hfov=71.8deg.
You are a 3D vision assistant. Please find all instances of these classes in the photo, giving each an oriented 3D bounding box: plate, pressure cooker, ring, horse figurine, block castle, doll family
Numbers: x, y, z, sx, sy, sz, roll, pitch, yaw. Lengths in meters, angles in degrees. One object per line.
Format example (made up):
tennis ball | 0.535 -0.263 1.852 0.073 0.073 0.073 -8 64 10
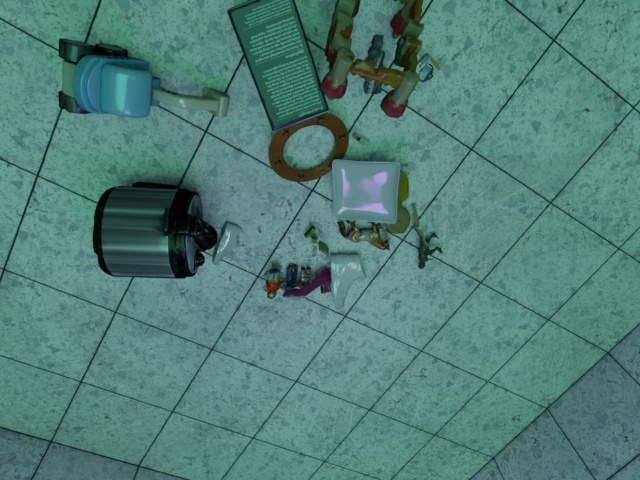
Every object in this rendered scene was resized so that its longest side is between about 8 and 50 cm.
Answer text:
plate | 0.189 -0.210 1.854 0.277 0.045 0.278 5 122 12
pressure cooker | -0.622 -0.027 1.750 0.419 0.370 0.376 2 121 -3
ring | -0.041 -0.356 1.748 0.336 0.032 0.337 -14 141 -12
horse figurine | 0.195 -0.046 1.995 0.262 0.066 0.175 2 111 -9
block castle | 0.174 -0.652 1.483 0.302 0.454 0.213 13 157 -10
doll family | -0.164 0.194 2.069 0.262 0.118 0.163 -2 113 -29

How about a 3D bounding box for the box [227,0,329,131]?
box | -0.137 -0.626 1.528 0.211 0.294 0.396 -18 118 4

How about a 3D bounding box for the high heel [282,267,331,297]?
high heel | -0.063 0.197 2.026 0.243 0.082 0.117 -8 85 -16

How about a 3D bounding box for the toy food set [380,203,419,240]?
toy food set | 0.347 -0.088 1.988 0.191 0.038 0.133 -21 110 -15

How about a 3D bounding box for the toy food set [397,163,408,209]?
toy food set | 0.313 -0.239 1.912 0.128 0.071 0.218 -19 123 -23

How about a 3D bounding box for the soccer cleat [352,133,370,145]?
soccer cleat | 0.168 -0.412 1.816 0.083 0.036 0.029 27 111 -18

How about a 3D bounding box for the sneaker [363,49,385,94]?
sneaker | 0.222 -0.642 1.698 0.076 0.065 0.167 2 122 -26

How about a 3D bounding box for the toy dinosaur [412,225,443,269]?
toy dinosaur | 0.499 0.029 2.058 0.118 0.064 0.268 -20 124 -6

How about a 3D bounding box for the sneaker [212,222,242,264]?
sneaker | -0.414 0.027 1.969 0.094 0.080 0.212 17 114 -27

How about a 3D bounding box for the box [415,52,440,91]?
box | 0.391 -0.648 1.722 0.081 0.028 0.136 39 106 -23

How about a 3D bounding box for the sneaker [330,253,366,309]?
sneaker | 0.137 0.198 2.092 0.169 0.108 0.293 -4 117 0

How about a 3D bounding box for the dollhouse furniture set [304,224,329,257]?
dollhouse furniture set | 0.000 0.000 1.992 0.151 0.076 0.058 40 108 -22

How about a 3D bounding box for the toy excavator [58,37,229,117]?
toy excavator | -0.607 -0.519 1.556 0.444 0.433 0.223 24 116 13
